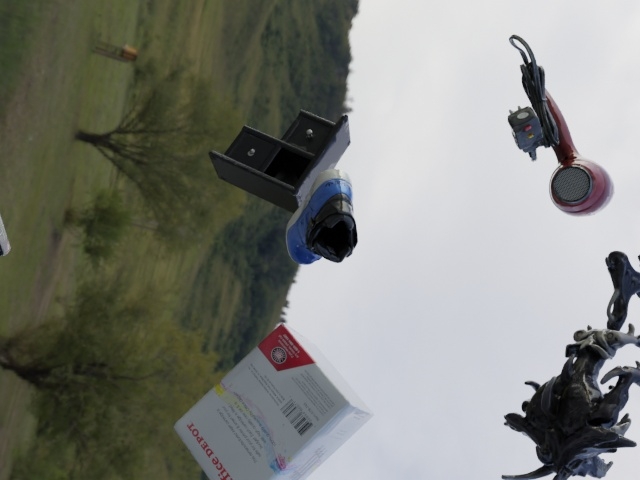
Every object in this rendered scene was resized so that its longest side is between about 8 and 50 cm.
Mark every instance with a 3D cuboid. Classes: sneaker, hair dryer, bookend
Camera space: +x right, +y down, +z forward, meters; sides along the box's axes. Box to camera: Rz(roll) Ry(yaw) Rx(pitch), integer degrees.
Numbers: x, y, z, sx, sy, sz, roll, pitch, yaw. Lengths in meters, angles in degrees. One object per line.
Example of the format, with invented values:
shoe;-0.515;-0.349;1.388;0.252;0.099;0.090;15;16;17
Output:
sneaker;-0.001;0.000;0.743;0.152;0.058;0.084;120;-26;-45
hair dryer;0.348;-0.136;0.918;0.080;0.293;0.223;-16;-140;33
bookend;-0.059;-0.142;1.019;0.157;0.156;0.072;-57;161;-21

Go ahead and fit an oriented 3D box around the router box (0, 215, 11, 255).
router box;-0.553;-0.028;1.034;0.038;0.092;0.122;-114;-166;-72

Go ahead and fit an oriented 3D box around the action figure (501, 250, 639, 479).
action figure;0.288;0.142;0.638;0.275;0.141;0.164;-54;-171;-20

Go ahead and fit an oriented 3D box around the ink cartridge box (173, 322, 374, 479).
ink cartridge box;-0.052;0.213;0.780;0.176;0.127;0.128;-42;-116;-2
